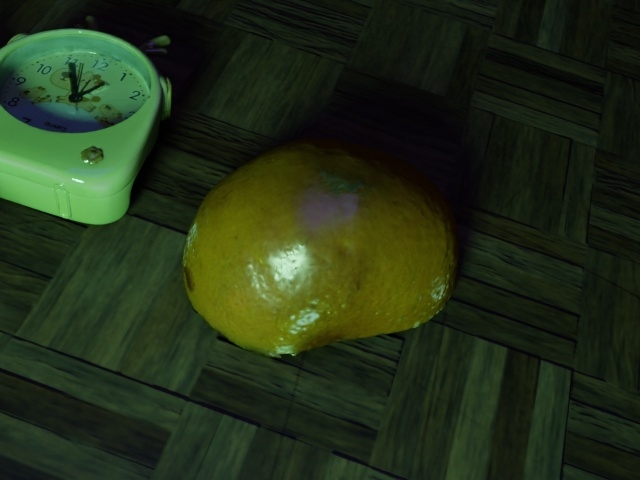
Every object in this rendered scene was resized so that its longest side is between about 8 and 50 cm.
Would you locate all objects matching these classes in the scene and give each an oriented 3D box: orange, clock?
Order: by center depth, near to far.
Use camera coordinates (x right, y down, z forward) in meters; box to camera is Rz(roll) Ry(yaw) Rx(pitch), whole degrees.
[{"bbox_3d":[0.000,0.002,0.891,0.310,0.274,0.274,-21,54,12],"label":"orange"},{"bbox_3d":[-0.304,-0.173,0.957,0.235,0.096,0.308,17,52,4],"label":"clock"}]
